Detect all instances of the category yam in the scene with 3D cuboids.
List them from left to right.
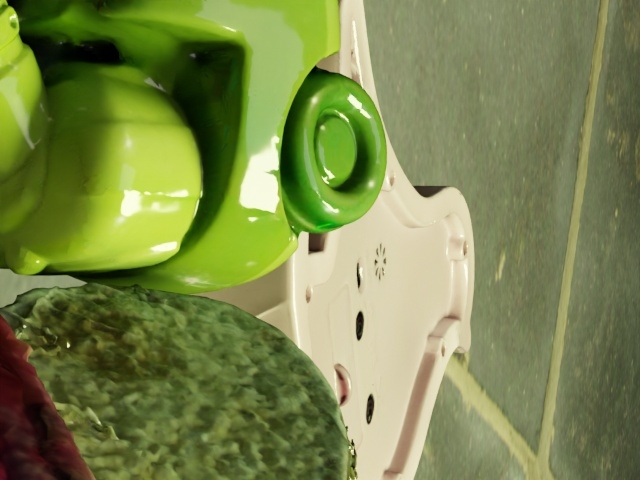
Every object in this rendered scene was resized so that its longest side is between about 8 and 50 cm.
[{"bbox_3d":[-0.060,0.127,0.703,0.254,0.154,0.154,92,15,-48],"label":"yam"}]

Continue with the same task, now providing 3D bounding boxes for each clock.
[{"bbox_3d":[0.000,0.000,0.995,0.275,0.080,0.290,-54,143,-56],"label":"clock"}]

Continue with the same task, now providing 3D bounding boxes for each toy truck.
[{"bbox_3d":[-0.080,-0.064,0.698,0.210,0.148,0.187,-27,109,-50],"label":"toy truck"}]

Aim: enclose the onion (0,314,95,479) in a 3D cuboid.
[{"bbox_3d":[-0.143,0.110,0.493,0.159,0.267,0.349,-14,83,-28],"label":"onion"}]
